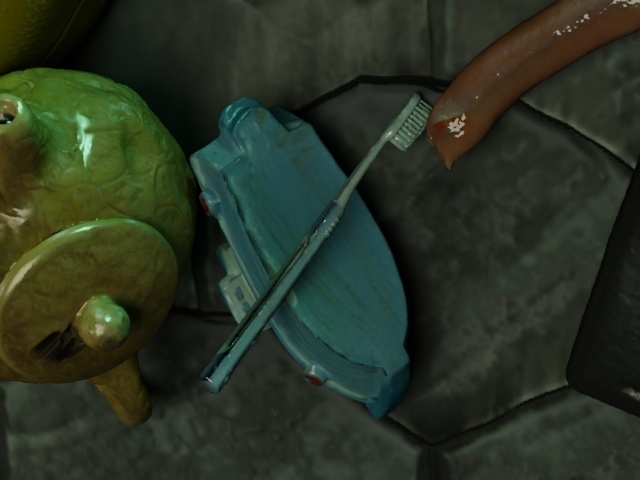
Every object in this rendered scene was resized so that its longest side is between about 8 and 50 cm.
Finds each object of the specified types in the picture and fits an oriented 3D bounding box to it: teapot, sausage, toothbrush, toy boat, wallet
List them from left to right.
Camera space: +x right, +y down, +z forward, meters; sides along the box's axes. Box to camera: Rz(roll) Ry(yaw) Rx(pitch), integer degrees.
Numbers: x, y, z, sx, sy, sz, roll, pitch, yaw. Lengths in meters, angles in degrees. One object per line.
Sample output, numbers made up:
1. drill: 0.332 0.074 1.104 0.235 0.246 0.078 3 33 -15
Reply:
1. teapot: -0.157 0.019 1.033 0.167 0.203 0.311 50 163 40
2. toy boat: -0.012 0.017 1.056 0.215 0.088 0.102 58 154 -2
3. toothbrush: 0.000 0.000 0.993 0.019 0.016 0.219 39 74 -7
4. sausage: 0.128 -0.105 0.964 0.177 0.040 0.047 -33 96 30
5. wallet: 0.227 -0.001 0.957 0.124 0.025 0.244 23 114 18

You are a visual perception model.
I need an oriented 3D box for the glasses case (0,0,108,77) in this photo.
1. glasses case: -0.196 -0.232 1.023 0.173 0.141 0.371 32 117 13
